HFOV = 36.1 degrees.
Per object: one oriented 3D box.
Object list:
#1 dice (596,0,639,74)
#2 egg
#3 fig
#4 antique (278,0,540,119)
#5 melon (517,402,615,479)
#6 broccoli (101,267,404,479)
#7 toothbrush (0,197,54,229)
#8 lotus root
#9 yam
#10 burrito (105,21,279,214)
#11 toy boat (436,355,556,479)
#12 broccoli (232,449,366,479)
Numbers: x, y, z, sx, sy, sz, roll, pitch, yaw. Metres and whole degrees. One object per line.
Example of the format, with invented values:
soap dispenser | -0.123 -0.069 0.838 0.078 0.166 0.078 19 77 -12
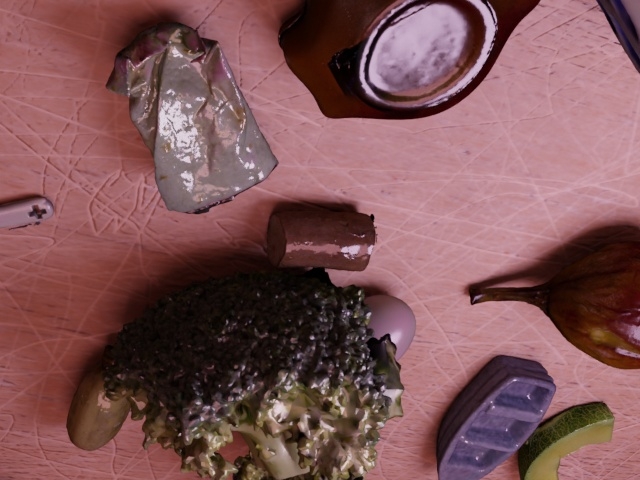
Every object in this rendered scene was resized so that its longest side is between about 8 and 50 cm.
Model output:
dice | 0.416 -0.308 0.953 0.304 0.276 0.304 -30 133 16
egg | 0.072 0.132 1.378 0.135 0.103 0.103 -38 128 18
fig | 0.373 0.110 1.383 0.290 0.190 0.190 -17 132 2
antique | 0.095 -0.232 1.043 0.278 0.129 0.223 -24 132 12
melon | 0.413 0.349 1.677 0.210 0.064 0.118 -36 128 16
broccoli | -0.075 0.177 1.258 0.338 0.277 0.317 -41 116 15
toothbrush | -0.528 0.006 1.177 0.418 0.040 0.042 -11 130 -3
lotus root | -0.306 0.226 1.390 0.077 0.090 0.183 27 122 1
yam | 0.001 0.001 1.264 0.127 0.084 0.084 1 131 -16
burrito | -0.145 -0.140 1.104 0.144 0.089 0.228 -27 133 -7
toy boat | 0.268 0.301 1.590 0.127 0.078 0.283 13 127 -23
broccoli | 0.011 0.335 1.475 0.263 0.247 0.243 22 81 -38
